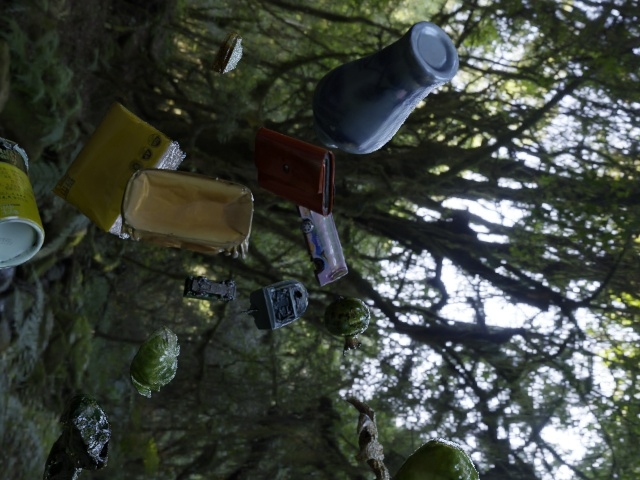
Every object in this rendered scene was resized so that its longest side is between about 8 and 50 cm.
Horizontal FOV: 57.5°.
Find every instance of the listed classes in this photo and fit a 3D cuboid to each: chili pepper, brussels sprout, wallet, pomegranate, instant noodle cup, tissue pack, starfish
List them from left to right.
[{"bbox_3d":[-0.693,-0.072,1.230,0.236,0.215,0.216,52,-46,27],"label":"instant noodle cup"},{"bbox_3d":[-0.515,0.428,1.265,0.148,0.116,0.265,-92,-154,-45],"label":"chili pepper"},{"bbox_3d":[-0.480,-0.166,1.395,0.271,0.192,0.134,-56,170,-2],"label":"tissue pack"},{"bbox_3d":[-0.451,0.331,1.606,0.100,0.139,0.181,30,-95,32],"label":"brussels sprout"},{"bbox_3d":[-0.057,-0.144,1.212,0.204,0.045,0.142,26,-53,37],"label":"wallet"},{"bbox_3d":[0.070,0.219,1.503,0.122,0.122,0.162,-15,-98,63],"label":"pomegranate"},{"bbox_3d":[0.102,0.427,1.244,0.238,0.071,0.216,81,1,-56],"label":"starfish"},{"bbox_3d":[0.198,0.458,1.029,0.223,0.161,0.223,22,90,-81],"label":"brussels sprout"}]

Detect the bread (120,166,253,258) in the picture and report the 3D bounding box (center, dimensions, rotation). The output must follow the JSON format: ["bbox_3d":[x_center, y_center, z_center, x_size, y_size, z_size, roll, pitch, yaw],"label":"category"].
[{"bbox_3d":[-0.251,-0.052,1.115,0.107,0.241,0.136,123,-26,-72],"label":"bread"}]

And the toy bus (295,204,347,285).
[{"bbox_3d":[0.000,0.000,1.856,0.090,0.112,0.274,-141,-145,-77],"label":"toy bus"}]

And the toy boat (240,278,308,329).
[{"bbox_3d":[-0.074,0.134,1.283,0.103,0.246,0.093,-13,-92,19],"label":"toy boat"}]

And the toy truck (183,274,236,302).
[{"bbox_3d":[-0.334,0.149,1.770,0.079,0.147,0.065,149,-52,-61],"label":"toy truck"}]

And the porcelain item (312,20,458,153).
[{"bbox_3d":[0.083,-0.217,0.870,0.259,0.141,0.141,-25,-120,51],"label":"porcelain item"}]

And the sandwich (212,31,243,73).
[{"bbox_3d":[-0.222,-0.471,1.449,0.105,0.035,0.093,-56,-179,37],"label":"sandwich"}]
